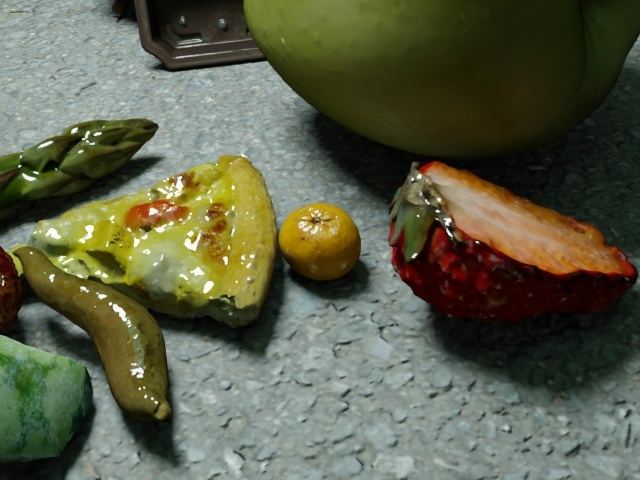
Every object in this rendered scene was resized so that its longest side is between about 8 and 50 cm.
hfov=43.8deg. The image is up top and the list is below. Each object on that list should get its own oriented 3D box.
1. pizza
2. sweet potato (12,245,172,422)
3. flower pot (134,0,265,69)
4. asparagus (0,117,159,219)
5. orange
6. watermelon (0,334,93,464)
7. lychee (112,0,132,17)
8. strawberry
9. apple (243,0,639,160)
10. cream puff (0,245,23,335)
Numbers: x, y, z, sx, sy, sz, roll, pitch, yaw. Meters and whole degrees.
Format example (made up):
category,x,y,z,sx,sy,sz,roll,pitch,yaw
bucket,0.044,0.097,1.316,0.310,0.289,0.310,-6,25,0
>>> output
category,x,y,z,sx,sy,sz,roll,pitch,yaw
pizza,-0.183,0.002,0.793,0.287,0.075,0.280,-10,38,-10
sweet potato,-0.189,0.074,0.701,0.069,0.059,0.249,-27,55,-32
flower pot,-0.150,-0.357,1.190,0.250,0.179,0.084,-9,15,-9
asparagus,-0.312,-0.080,0.906,0.287,0.080,0.080,-30,46,-26
orange,0.000,0.000,0.790,0.083,0.070,0.083,-1,43,1
watermelon,-0.275,0.132,0.614,0.158,0.121,0.098,-3,60,5
lychee,-0.261,-0.496,1.294,0.264,0.300,0.264,36,13,-10
strawberry,0.167,0.026,0.737,0.236,0.111,0.190,18,26,-11
apple,0.140,-0.313,0.896,0.473,0.474,0.474,-1,39,1
cream puff,-0.341,0.060,0.721,0.149,0.084,0.149,-5,43,5
